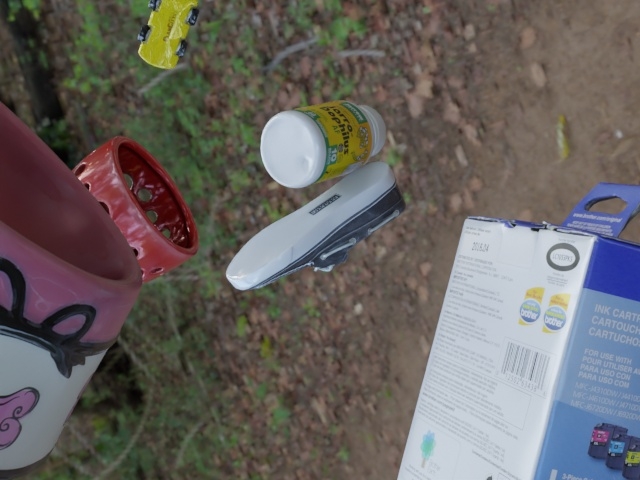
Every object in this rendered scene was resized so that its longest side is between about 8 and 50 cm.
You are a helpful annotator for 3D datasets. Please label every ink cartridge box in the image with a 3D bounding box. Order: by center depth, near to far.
[{"bbox_3d":[0.233,0.125,1.050,0.270,0.151,0.396,-165,87,-70],"label":"ink cartridge box"}]

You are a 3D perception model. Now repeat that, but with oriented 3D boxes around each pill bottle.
[{"bbox_3d":[0.012,-0.156,1.606,0.117,0.208,0.118,11,108,34],"label":"pill bottle"}]

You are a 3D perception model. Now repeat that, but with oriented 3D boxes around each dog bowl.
[{"bbox_3d":[-0.298,-0.030,0.731,0.408,0.150,0.408,44,-176,-4],"label":"dog bowl"}]

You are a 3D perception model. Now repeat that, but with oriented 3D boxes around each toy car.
[{"bbox_3d":[-0.172,-0.358,1.276,0.225,0.239,0.053,53,175,-9],"label":"toy car"}]

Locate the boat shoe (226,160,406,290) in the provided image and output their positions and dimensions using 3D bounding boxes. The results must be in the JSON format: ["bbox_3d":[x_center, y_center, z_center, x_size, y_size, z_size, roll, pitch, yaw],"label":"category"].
[{"bbox_3d":[0.000,0.000,1.571,0.108,0.301,0.102,30,153,59],"label":"boat shoe"}]

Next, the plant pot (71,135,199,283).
[{"bbox_3d":[-0.286,-0.021,1.387,0.191,0.174,0.191,56,-166,-21],"label":"plant pot"}]
